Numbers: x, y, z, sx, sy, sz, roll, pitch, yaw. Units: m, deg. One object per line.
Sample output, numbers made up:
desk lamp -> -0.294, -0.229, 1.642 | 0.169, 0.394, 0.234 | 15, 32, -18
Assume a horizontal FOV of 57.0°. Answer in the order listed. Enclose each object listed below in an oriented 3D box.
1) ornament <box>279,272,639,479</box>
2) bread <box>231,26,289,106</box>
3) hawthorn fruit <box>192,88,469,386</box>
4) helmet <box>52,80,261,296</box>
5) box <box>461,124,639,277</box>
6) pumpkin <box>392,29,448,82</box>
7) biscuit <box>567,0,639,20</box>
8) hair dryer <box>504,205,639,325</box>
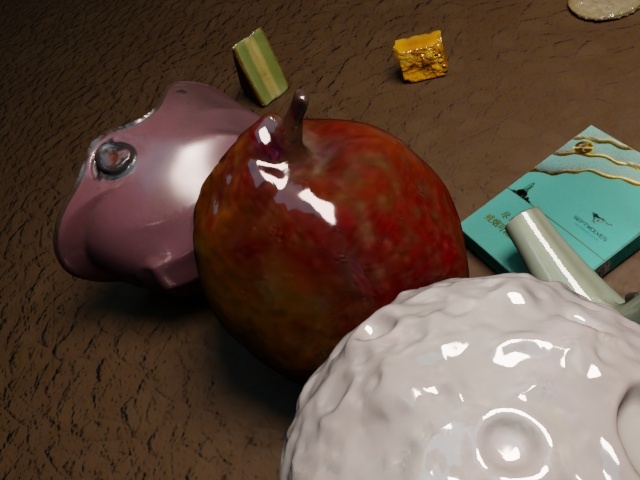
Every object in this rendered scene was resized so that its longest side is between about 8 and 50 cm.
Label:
ornament -> 0.132, 0.183, 0.448 | 0.336, 0.337, 0.337 | -12, 51, 15
bread -> -0.125, -0.329, 1.084 | 0.074, 0.139, 0.084 | -40, 50, -8
hawthorn fruit -> 0.004, 0.015, 0.655 | 0.308, 0.324, 0.309 | -10, 73, 36
helmet -> -0.173, -0.043, 0.817 | 0.197, 0.271, 0.338 | 30, 67, 22
box -> 0.309, -0.030, 0.725 | 0.229, 0.041, 0.162 | -37, 49, -5
pumpkin -> 0.167, -0.306, 0.980 | 0.083, 0.074, 0.054 | -10, 56, 14
biscuit -> 0.463, -0.395, 0.954 | 0.120, 0.015, 0.120 | -12, 51, 15
hair dryer -> 0.264, 0.022, 0.551 | 0.092, 0.267, 0.229 | -23, 52, -13
